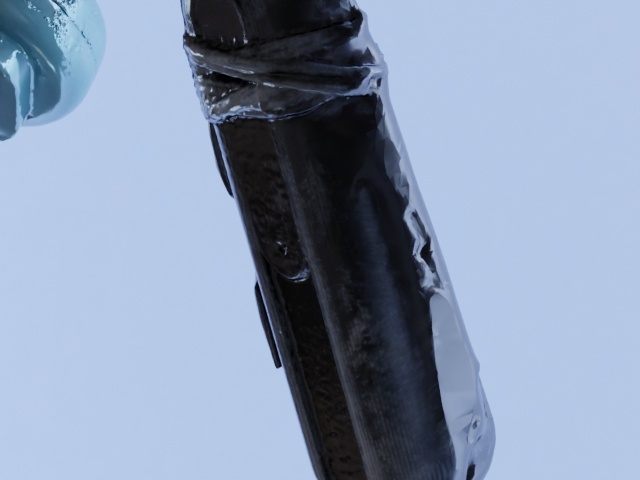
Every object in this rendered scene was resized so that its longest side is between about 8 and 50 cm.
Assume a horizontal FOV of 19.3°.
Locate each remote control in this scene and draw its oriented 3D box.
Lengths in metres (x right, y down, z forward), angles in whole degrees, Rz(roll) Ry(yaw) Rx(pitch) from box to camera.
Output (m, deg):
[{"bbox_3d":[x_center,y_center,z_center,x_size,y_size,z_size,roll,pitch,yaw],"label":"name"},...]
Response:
[{"bbox_3d":[0.000,0.000,0.739,0.090,0.066,0.265,-3,-63,35],"label":"remote control"}]

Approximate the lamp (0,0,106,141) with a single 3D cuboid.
[{"bbox_3d":[-0.247,-0.154,1.012,0.284,0.209,0.147,39,-112,10],"label":"lamp"}]
